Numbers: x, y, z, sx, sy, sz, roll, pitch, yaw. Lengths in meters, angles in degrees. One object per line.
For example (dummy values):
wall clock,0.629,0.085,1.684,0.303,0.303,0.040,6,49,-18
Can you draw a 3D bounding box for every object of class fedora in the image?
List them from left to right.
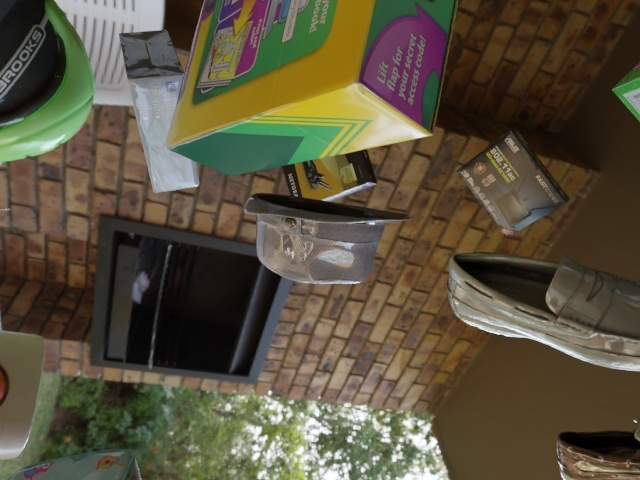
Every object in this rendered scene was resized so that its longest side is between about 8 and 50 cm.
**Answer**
fedora,0.000,0.000,0.794,0.244,0.276,0.124,-29,128,-74

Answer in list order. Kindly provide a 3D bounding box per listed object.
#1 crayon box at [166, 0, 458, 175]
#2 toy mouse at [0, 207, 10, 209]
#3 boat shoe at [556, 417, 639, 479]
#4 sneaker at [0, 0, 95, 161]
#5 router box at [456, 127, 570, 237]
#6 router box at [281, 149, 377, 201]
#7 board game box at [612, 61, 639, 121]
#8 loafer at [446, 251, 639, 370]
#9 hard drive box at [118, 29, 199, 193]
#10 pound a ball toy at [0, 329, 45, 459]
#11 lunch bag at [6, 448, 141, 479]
crayon box,-0.008,-0.266,0.503,0.313,0.106,0.362,1,-105,48
toy mouse,-0.545,-0.042,0.647,0.143,0.161,0.031,-14,114,-71
boat shoe,0.474,0.305,0.682,0.095,0.258,0.095,-26,99,-64
sneaker,-0.452,-0.151,0.381,0.185,0.484,0.202,-126,-153,-48
router box,0.263,-0.077,0.659,0.092,0.122,0.038,-39,172,35
router box,0.001,-0.268,1.389,0.081,0.243,0.308,-4,76,-67
board game box,0.606,-0.235,0.657,0.316,0.242,0.064,-44,-175,-2
loafer,0.310,0.076,0.595,0.112,0.320,0.111,-54,135,-35
hard drive box,-0.294,-0.235,0.883,0.232,0.089,0.181,94,-24,-45
pound a ball toy,-0.390,0.171,0.417,0.136,0.319,0.208,-24,-122,36
lunch bag,-0.373,0.424,0.659,0.279,0.224,0.107,-114,-167,-71
